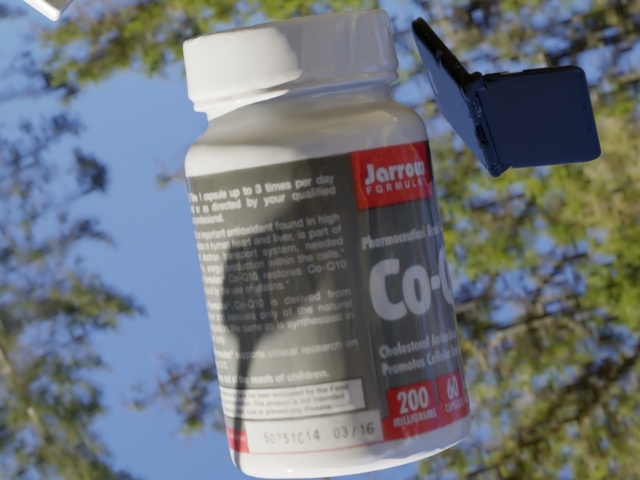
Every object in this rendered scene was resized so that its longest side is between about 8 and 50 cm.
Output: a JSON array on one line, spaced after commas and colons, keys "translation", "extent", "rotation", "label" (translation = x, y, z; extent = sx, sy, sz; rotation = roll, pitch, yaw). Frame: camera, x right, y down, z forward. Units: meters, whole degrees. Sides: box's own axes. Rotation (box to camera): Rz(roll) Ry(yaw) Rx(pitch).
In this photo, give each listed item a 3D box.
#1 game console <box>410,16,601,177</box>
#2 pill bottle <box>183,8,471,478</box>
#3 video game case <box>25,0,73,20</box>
[{"translation": [0.125, -0.101, 1.155], "extent": [0.071, 0.122, 0.107], "rotation": [-34, -121, -4], "label": "game console"}, {"translation": [0.000, 0.000, 1.115], "extent": [0.161, 0.283, 0.161], "rotation": [-9, -177, 1], "label": "pill bottle"}, {"translation": [-0.238, -0.265, 1.370], "extent": [0.143, 0.157, 0.019], "rotation": [-58, -175, -38], "label": "video game case"}]
